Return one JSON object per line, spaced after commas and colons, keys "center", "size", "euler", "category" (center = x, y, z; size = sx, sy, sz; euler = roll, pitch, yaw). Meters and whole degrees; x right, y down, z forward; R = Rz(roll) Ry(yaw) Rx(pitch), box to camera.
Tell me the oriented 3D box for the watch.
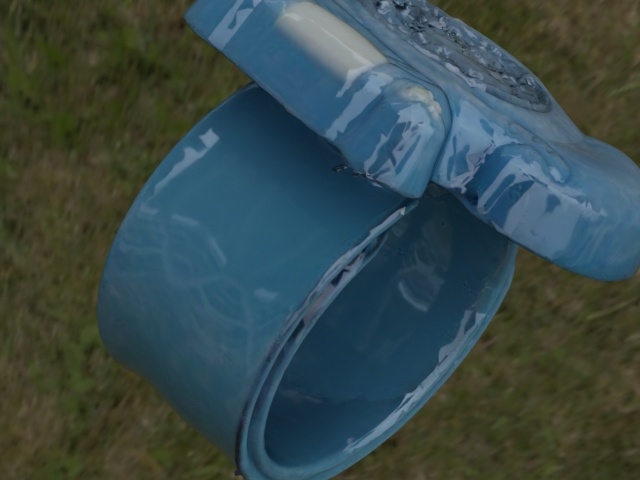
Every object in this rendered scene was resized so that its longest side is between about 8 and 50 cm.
{"center": [0.000, 0.000, 0.742], "size": [0.211, 0.211, 0.193], "euler": [28, 109, -5], "category": "watch"}
